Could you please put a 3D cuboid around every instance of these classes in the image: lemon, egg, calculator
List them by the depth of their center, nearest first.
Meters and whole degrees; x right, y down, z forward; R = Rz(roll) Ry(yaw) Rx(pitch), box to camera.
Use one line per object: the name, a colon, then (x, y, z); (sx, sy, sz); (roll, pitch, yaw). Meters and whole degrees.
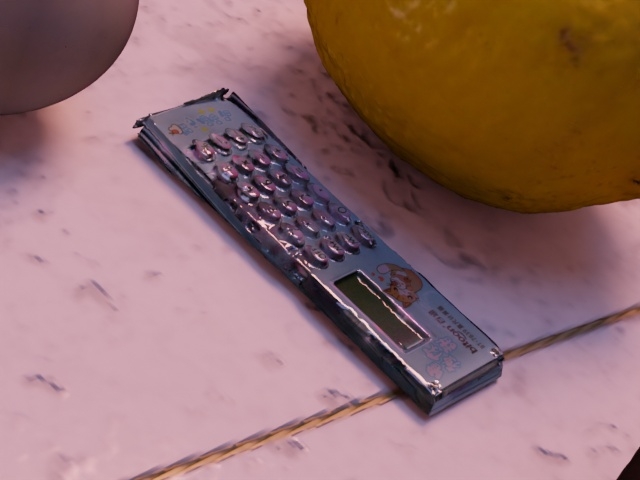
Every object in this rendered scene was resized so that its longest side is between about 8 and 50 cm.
egg: (-0.135, -0.099, 0.648); (0.135, 0.103, 0.103); (13, 38, -14)
calculator: (0.000, 0.000, 0.684); (0.172, 0.018, 0.057); (44, 41, 21)
lemon: (0.087, -0.104, 0.734); (0.181, 0.180, 0.193); (5, 32, -27)

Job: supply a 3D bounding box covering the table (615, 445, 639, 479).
table: (0.232, 0.126, 0.474); (0.282, 0.250, 0.196); (43, 38, 20)
